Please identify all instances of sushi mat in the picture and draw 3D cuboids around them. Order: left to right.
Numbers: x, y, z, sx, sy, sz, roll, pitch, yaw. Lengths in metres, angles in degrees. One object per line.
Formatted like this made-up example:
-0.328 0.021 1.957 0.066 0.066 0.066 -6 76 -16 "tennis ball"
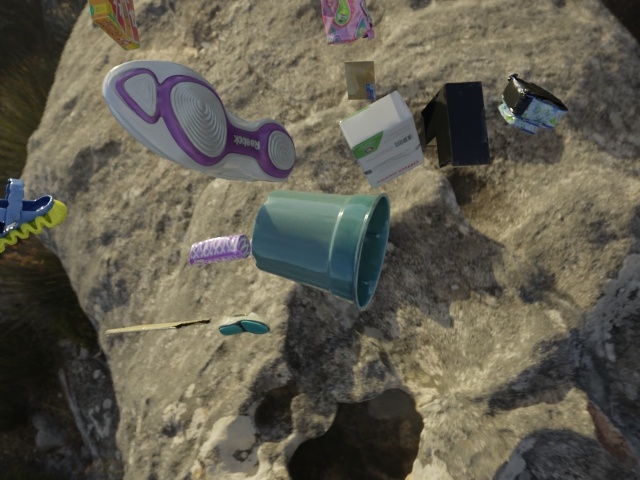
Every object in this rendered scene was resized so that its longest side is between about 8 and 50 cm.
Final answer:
-0.500 0.266 1.508 0.316 0.151 0.019 -10 82 29 "sushi mat"

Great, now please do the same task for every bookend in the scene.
0.261 -0.206 0.964 0.072 0.156 0.157 -4 85 -5 "bookend"

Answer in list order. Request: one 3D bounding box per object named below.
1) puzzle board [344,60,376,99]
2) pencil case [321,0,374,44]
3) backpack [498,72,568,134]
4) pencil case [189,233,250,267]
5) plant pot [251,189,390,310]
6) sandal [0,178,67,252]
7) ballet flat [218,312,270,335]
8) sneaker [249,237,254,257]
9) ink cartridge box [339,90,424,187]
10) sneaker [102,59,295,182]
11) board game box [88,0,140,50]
0.131 -0.520 1.595 0.096 0.128 0.011 4 40 18 "puzzle board"
0.042 -0.584 1.088 0.124 0.284 0.124 -13 27 7 "pencil case"
0.427 -0.268 0.993 0.114 0.084 0.105 14 38 -16 "backpack"
-0.330 0.034 1.601 0.206 0.088 0.086 -12 110 21 "pencil case"
0.000 0.000 1.434 0.334 0.341 0.341 12 77 17 "plant pot"
-0.784 -0.041 1.160 0.317 0.138 0.126 -38 41 -22 "sandal"
-0.286 0.312 1.877 0.248 0.086 0.086 -8 70 29 "ballet flat"
-0.206 0.004 1.721 0.053 0.152 0.061 -34 95 37 "sneaker"
0.159 -0.243 1.229 0.160 0.219 0.093 -27 65 8 "ink cartridge box"
-0.166 -0.132 0.648 0.152 0.305 0.114 1 82 30 "sneaker"
-0.346 -0.456 0.786 0.039 0.124 0.260 -12 90 1 "board game box"
